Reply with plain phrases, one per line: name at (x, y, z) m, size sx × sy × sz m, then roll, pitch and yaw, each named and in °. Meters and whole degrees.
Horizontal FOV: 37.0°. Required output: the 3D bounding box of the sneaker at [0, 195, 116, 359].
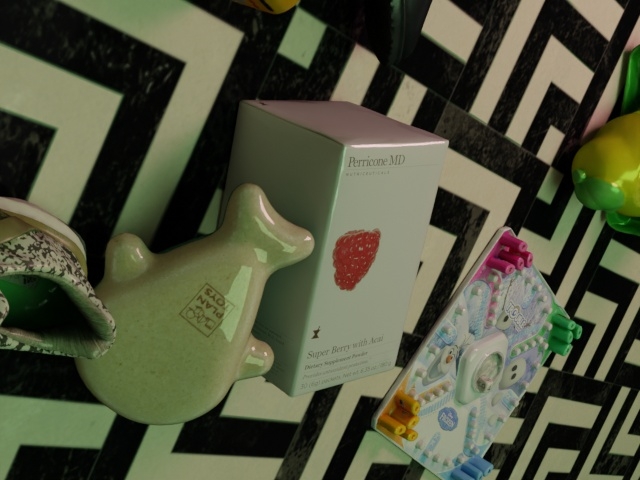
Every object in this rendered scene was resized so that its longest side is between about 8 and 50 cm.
sneaker at (-0.322, 0.014, 0.764) m, size 0.410 × 0.182 × 0.158 m, roll 18°, pitch 98°, yaw -50°

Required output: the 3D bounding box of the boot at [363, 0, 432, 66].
boot at (0.157, -0.320, 1.067) m, size 0.207 × 0.094 × 0.246 m, roll -12°, pitch 130°, yaw -13°

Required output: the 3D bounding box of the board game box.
board game box at (0.288, 0.225, 1.639) m, size 0.390 × 0.050 × 0.390 m, roll -55°, pitch 140°, yaw -8°

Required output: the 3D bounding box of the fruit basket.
fruit basket at (0.600, -0.144, 1.619) m, size 0.392 × 0.283 × 0.391 m, roll -40°, pitch 138°, yaw -50°

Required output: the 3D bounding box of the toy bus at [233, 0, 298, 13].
toy bus at (0.004, -0.385, 0.923) m, size 0.332 × 0.130 × 0.108 m, roll -57°, pitch 139°, yaw -5°

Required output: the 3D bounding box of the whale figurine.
whale figurine at (-0.133, 0.060, 0.998) m, size 0.216 × 0.141 × 0.272 m, roll 40°, pitch 94°, yaw -18°

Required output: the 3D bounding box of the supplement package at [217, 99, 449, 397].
supplement package at (0.000, 0.000, 1.104) m, size 0.178 × 0.175 × 0.292 m, roll -8°, pitch 117°, yaw -43°
